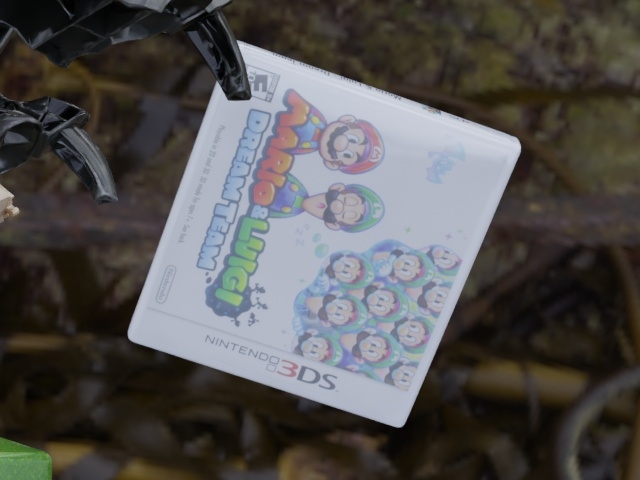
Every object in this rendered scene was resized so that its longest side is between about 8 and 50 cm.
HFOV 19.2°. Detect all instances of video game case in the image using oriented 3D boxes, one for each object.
[{"bbox_3d":[0.000,0.000,0.896,0.143,0.157,0.019,19,21,-7],"label":"video game case"}]

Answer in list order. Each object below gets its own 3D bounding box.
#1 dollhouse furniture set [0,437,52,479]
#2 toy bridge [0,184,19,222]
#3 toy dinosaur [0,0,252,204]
[{"bbox_3d":[-0.253,0.236,0.880,0.197,0.301,0.151,3,1,-43],"label":"dollhouse furniture set"},{"bbox_3d":[-0.271,-0.071,1.279,0.188,0.026,0.063,37,39,18],"label":"toy bridge"},{"bbox_3d":[-0.099,-0.137,0.555,0.322,0.164,0.218,2,64,-14],"label":"toy dinosaur"}]
